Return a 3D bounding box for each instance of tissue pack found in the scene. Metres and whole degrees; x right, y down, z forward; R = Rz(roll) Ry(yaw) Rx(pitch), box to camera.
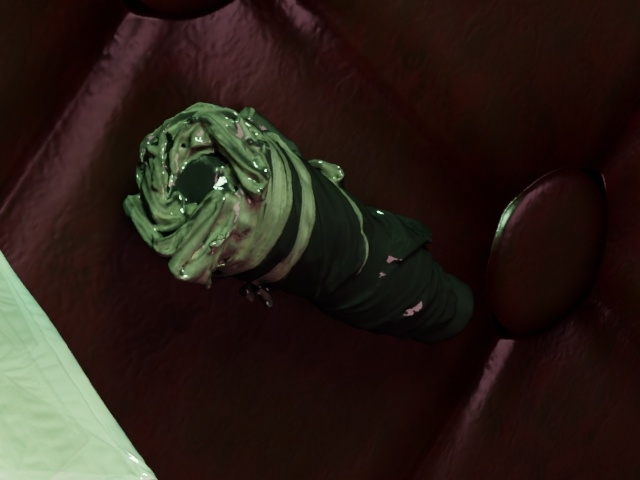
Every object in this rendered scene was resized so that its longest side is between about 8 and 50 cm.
[{"bbox_3d":[-0.212,0.144,1.018,0.124,0.185,0.225,-13,143,-43],"label":"tissue pack"}]

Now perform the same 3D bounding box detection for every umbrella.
[{"bbox_3d":[-0.005,0.003,1.295,0.113,0.106,0.358,-56,146,5],"label":"umbrella"}]
